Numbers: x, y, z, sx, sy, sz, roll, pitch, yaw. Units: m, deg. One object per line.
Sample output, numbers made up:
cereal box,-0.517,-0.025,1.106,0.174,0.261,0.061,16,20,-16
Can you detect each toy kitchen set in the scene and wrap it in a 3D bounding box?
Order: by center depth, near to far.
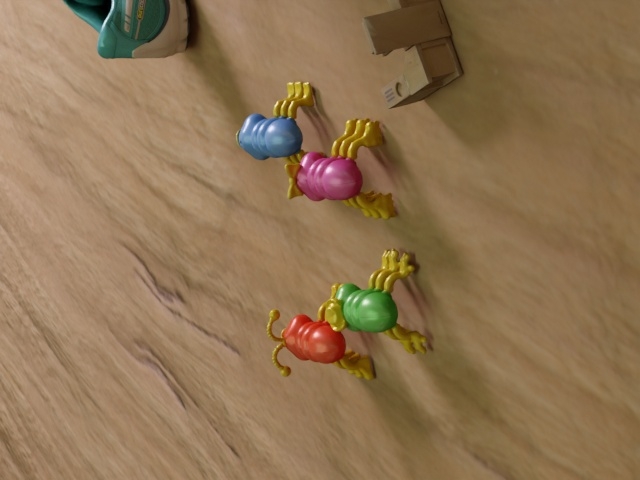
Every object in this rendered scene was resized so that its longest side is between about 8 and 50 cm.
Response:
toy kitchen set,0.054,-0.150,1.434,0.075,0.068,0.083,-30,78,63

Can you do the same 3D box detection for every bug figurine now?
bug figurine,0.000,0.000,1.623,0.216,0.072,0.279,1,105,63

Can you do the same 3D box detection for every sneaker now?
sneaker,-0.227,-0.288,1.860,0.275,0.110,0.107,58,150,31
